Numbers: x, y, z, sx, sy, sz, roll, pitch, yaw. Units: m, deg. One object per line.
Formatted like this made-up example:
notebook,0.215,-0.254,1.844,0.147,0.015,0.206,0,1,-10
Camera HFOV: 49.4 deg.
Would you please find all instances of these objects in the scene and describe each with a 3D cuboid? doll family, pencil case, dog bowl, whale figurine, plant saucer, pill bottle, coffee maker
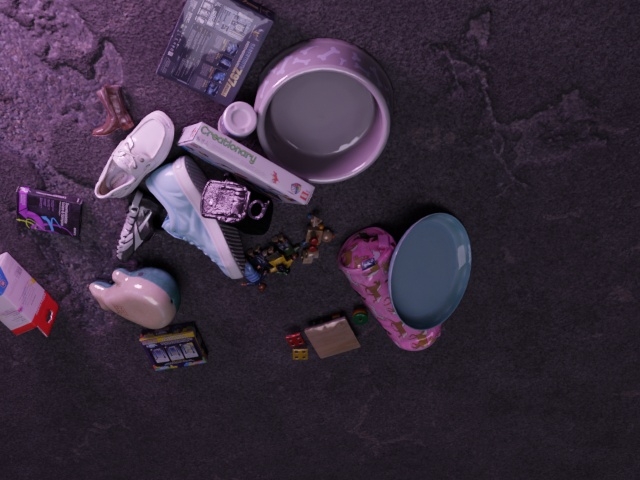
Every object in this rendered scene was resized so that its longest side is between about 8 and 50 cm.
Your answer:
doll family,-0.140,0.068,1.915,0.192,0.076,0.111,-23,130,22
pencil case,0.200,0.143,1.930,0.160,0.167,0.386,-43,125,-11
dog bowl,0.006,-0.285,1.619,0.348,0.102,0.349,-1,128,-2
whale figurine,-0.511,0.147,1.947,0.271,0.141,0.216,1,133,29
plant saucer,0.284,0.081,1.846,0.317,0.043,0.318,-11,107,-39
pill bottle,-0.194,-0.266,1.600,0.078,0.137,0.078,1,87,-16
coffee maker,-0.183,-0.070,1.697,0.171,0.178,0.120,33,93,20

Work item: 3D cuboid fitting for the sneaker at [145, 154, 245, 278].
sneaker,-0.319,-0.042,1.789,0.150,0.135,0.366,-19,116,14

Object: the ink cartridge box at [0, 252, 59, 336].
ink cartridge box,-0.839,0.163,1.925,0.078,0.134,0.231,-22,125,14

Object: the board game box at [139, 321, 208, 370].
board game box,-0.445,0.323,2.120,0.170,0.048,0.141,-10,126,6

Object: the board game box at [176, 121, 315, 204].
board game box,-0.180,-0.178,1.648,0.305,0.193,0.053,29,84,-22

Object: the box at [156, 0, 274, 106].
box,-0.231,-0.431,1.522,0.183,0.059,0.233,22,124,-18

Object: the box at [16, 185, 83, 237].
box,-0.706,-0.073,1.810,0.162,0.029,0.116,10,127,-11

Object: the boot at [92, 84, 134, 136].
boot,-0.504,-0.306,1.627,0.106,0.037,0.114,-19,131,-3

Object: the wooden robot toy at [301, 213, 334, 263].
wooden robot toy,0.000,0.000,1.867,0.079,0.076,0.173,0,129,-16

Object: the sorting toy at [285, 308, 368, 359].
sorting toy,0.028,0.286,2.104,0.274,0.046,0.132,-19,127,12

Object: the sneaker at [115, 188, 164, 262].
sneaker,-0.470,-0.022,1.826,0.106,0.078,0.234,18,124,-13

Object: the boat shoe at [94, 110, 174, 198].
boat shoe,-0.449,-0.192,1.666,0.098,0.096,0.277,44,119,1
